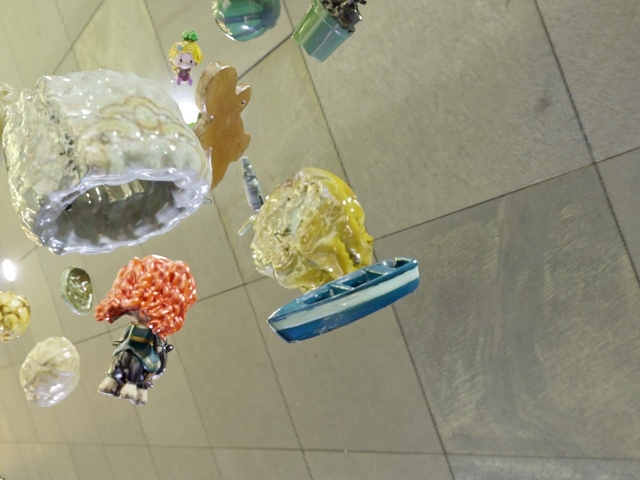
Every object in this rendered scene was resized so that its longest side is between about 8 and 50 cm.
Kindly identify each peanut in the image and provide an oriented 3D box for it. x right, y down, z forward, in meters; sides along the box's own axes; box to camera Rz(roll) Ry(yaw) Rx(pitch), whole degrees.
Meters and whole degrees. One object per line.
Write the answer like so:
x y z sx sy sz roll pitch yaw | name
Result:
-0.415 0.207 0.849 0.082 0.082 0.187 59 146 13 | peanut

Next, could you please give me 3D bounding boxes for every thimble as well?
-0.335 -0.119 0.855 0.291 0.291 0.195 -45 65 42 | thimble

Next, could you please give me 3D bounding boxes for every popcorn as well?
-0.906 0.211 1.582 0.163 0.140 0.194 12 146 -3 | popcorn

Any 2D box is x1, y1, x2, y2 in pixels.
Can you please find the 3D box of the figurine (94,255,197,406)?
-0.488 0.251 1.541 0.240 0.306 0.412 10 96 20 | figurine

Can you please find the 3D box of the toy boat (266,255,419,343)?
0.045 0.105 0.975 0.096 0.299 0.062 11 118 63 | toy boat

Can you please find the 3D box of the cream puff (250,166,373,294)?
0.000 -0.001 1.373 0.324 0.257 0.291 23 81 52 | cream puff

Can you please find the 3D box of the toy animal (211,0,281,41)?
-0.202 -0.664 1.364 0.191 0.216 0.338 13 137 33 | toy animal

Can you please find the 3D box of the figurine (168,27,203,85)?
-0.401 -0.545 1.620 0.115 0.094 0.157 47 135 46 | figurine

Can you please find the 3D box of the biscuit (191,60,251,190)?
-0.213 -0.249 1.158 0.049 0.197 0.302 27 152 11 | biscuit

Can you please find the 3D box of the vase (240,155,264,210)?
-0.261 -0.217 2.069 0.059 0.060 0.212 11 124 41 | vase

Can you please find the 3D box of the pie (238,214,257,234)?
-0.225 -0.049 1.710 0.021 0.084 0.084 43 135 -12 | pie

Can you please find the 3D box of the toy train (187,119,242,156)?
-0.382 -0.294 1.802 0.132 0.243 0.188 -40 88 32 | toy train

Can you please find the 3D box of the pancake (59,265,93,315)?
-0.492 0.101 1.117 0.017 0.108 0.108 -14 93 8 | pancake

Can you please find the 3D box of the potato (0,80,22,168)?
-0.596 -0.186 0.955 0.157 0.157 0.194 42 112 27 | potato

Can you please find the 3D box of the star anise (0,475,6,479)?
-0.768 0.545 1.207 0.315 0.108 0.315 26 146 19 | star anise

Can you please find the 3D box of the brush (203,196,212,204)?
-0.431 -0.143 1.774 0.027 0.266 0.062 -23 76 19 | brush

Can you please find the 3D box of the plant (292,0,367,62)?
0.020 -0.215 0.503 0.102 0.051 0.051 -44 72 29 | plant
